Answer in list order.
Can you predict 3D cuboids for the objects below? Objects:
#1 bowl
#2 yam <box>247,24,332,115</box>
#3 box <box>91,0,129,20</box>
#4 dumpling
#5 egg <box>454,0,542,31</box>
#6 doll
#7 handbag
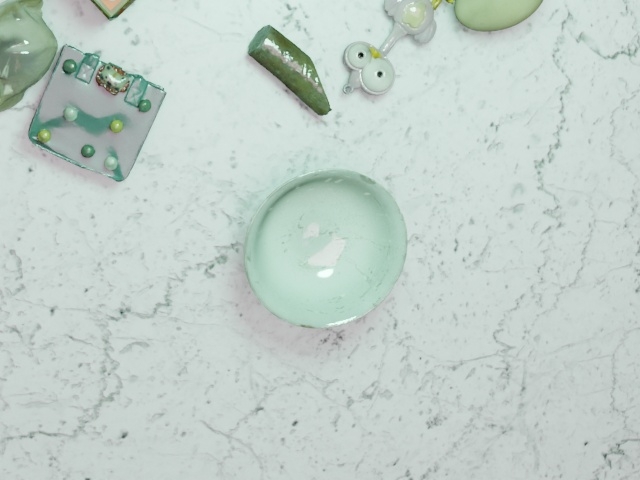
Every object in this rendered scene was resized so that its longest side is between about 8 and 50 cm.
[{"bbox_3d":[0.000,0.000,1.887,0.434,0.196,0.435,-3,108,-11],"label":"bowl"},{"bbox_3d":[-0.064,-0.432,1.789,0.259,0.106,0.106,37,96,-20],"label":"yam"},{"bbox_3d":[-0.495,-0.622,1.594,0.148,0.177,0.195,-42,111,3],"label":"box"},{"bbox_3d":[-0.694,-0.419,1.590,0.175,0.227,0.244,-9,113,7],"label":"dumpling"},{"bbox_3d":[0.460,-0.636,1.794,0.253,0.188,0.189,-30,111,1],"label":"egg"},{"bbox_3d":[0.184,-0.520,1.821,0.160,0.094,0.365,39,95,-17],"label":"doll"},{"bbox_3d":[-0.553,-0.306,1.722,0.268,0.100,0.274,25,101,-17],"label":"handbag"}]
